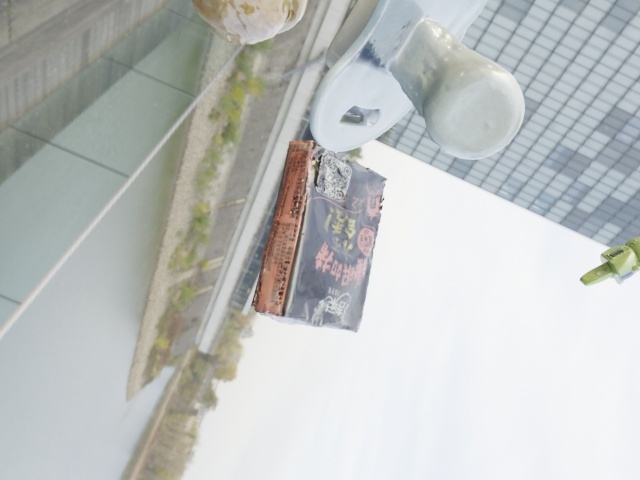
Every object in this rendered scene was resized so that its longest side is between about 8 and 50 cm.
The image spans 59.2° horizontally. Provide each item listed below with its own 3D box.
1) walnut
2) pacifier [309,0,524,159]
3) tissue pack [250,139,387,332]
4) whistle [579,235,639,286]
[{"bbox_3d":[-0.161,-0.587,1.262,0.285,0.285,0.296,119,-9,-51],"label":"walnut"},{"bbox_3d":[0.123,-0.175,0.573,0.227,0.207,0.279,-9,141,-52],"label":"pacifier"},{"bbox_3d":[0.000,0.000,1.064,0.123,0.245,0.332,3,-102,42],"label":"tissue pack"},{"bbox_3d":[0.792,0.060,1.477,0.227,0.085,0.105,-30,-153,7],"label":"whistle"}]
